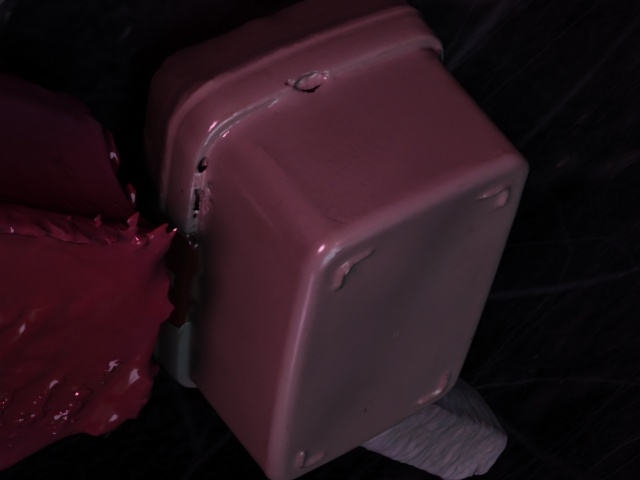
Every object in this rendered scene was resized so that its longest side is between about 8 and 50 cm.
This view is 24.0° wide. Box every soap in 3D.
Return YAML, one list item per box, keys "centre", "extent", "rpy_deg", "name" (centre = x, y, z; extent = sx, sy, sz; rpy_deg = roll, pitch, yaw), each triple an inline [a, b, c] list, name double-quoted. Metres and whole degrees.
- centre: [-0.172, 0.016, 0.540]
  extent: [0.182, 0.112, 0.289]
  rpy_deg: [-45, 153, 18]
  name: "soap"

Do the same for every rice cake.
- centre: [0.064, 0.113, 1.012]
  extent: [0.063, 0.069, 0.206]
  rpy_deg: [-41, 150, 8]
  name: "rice cake"

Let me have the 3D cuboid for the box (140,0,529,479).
- centre: [0.000, 0.000, 0.694]
  extent: [0.148, 0.129, 0.210]
  rpy_deg: [-26, 149, -26]
  name: "box"
